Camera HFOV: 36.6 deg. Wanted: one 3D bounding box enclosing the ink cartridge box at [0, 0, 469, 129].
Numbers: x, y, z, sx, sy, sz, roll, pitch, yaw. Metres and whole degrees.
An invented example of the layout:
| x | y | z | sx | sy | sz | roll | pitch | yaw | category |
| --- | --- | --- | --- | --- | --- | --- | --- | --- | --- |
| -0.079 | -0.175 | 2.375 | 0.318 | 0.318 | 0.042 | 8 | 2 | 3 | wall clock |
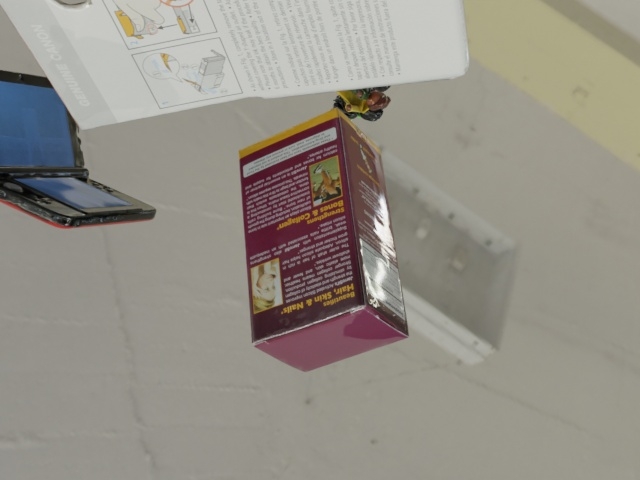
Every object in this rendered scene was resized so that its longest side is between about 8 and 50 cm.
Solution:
| x | y | z | sx | sy | sz | roll | pitch | yaw | category |
| --- | --- | --- | --- | --- | --- | --- | --- | --- | --- |
| -0.063 | -0.191 | 0.522 | 0.261 | 0.296 | 0.066 | -6 | -124 | 10 | ink cartridge box |

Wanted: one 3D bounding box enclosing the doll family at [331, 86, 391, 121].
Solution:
| x | y | z | sx | sy | sz | roll | pitch | yaw | category |
| --- | --- | --- | --- | --- | --- | --- | --- | --- | --- |
| 0.048 | -0.199 | 1.202 | 0.111 | 0.076 | 0.193 | 43 | -149 | -10 | doll family |

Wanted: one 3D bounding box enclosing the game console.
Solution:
| x | y | z | sx | sy | sz | roll | pitch | yaw | category |
| --- | --- | --- | --- | --- | --- | --- | --- | --- | --- |
| -0.198 | -0.071 | 0.752 | 0.124 | 0.085 | 0.144 | 23 | -169 | 16 | game console |

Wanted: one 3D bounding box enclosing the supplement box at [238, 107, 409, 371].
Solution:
| x | y | z | sx | sy | sz | roll | pitch | yaw | category |
| --- | --- | --- | --- | --- | --- | --- | --- | --- | --- |
| 0.000 | 0.000 | 0.803 | 0.081 | 0.104 | 0.188 | 36 | -140 | -50 | supplement box |
